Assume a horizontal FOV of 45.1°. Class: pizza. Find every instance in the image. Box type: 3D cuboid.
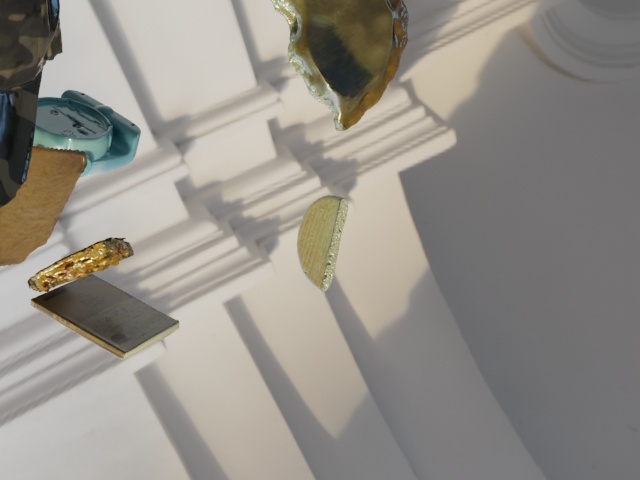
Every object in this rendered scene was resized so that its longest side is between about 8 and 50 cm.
[{"bbox_3d":[-0.351,0.031,1.187,0.131,0.041,0.178,-26,179,38],"label":"pizza"}]

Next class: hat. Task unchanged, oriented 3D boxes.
[{"bbox_3d":[-0.495,-0.247,1.020,0.366,0.257,0.382,3,-123,-35],"label":"hat"}]

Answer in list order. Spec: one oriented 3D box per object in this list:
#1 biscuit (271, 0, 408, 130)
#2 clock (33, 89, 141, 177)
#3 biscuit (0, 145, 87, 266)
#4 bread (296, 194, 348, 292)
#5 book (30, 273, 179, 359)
[{"bbox_3d":[0.025,-0.395,1.438,0.078,0.335,0.329,10,-103,58],"label":"biscuit"},{"bbox_3d":[-0.535,-0.223,1.620,0.223,0.094,0.274,30,-152,14],"label":"clock"},{"bbox_3d":[-0.488,-0.052,1.269,0.013,0.237,0.232,31,-81,11],"label":"biscuit"},{"bbox_3d":[-0.002,-0.005,1.533,0.036,0.193,0.112,2,-165,-40],"label":"bread"},{"bbox_3d":[-0.345,0.119,1.242,0.198,0.016,0.138,25,-154,21],"label":"book"}]
